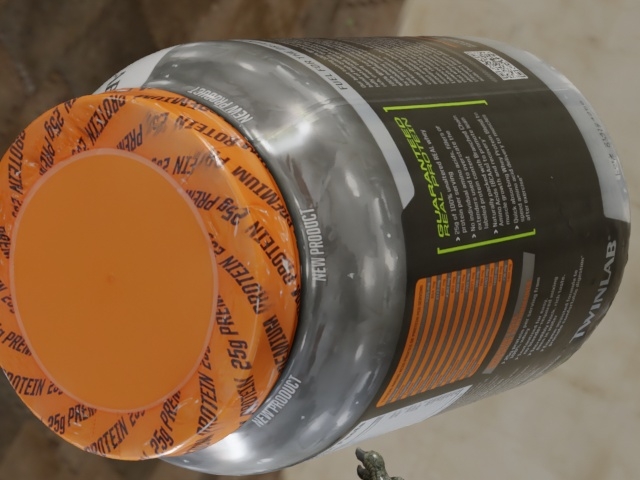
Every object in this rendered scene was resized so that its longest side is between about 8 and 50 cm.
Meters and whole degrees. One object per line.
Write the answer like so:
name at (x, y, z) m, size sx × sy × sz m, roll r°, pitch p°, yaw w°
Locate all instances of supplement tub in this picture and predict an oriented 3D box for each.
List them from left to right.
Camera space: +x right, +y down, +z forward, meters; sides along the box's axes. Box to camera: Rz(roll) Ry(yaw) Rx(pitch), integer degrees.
supplement tub at (0.000, 0.000, 0.545) m, size 0.190 × 0.117 × 0.117 m, roll -9°, pitch 120°, yaw -56°

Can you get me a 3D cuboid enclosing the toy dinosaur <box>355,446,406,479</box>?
toy dinosaur at (0.001, 0.156, 0.797) m, size 0.064 × 0.268 × 0.118 m, roll 32°, pitch 60°, yaw -30°
